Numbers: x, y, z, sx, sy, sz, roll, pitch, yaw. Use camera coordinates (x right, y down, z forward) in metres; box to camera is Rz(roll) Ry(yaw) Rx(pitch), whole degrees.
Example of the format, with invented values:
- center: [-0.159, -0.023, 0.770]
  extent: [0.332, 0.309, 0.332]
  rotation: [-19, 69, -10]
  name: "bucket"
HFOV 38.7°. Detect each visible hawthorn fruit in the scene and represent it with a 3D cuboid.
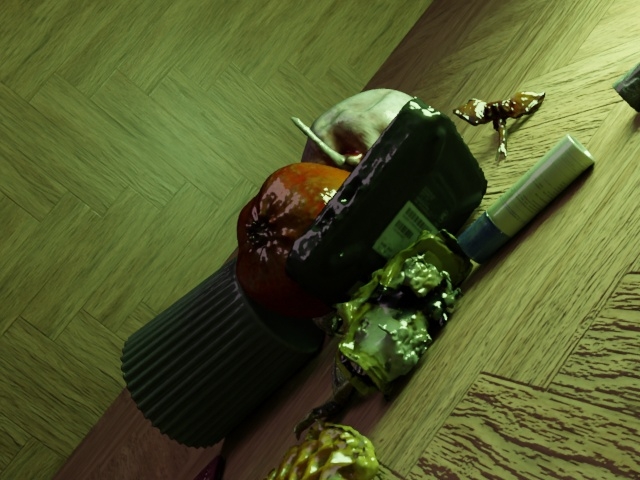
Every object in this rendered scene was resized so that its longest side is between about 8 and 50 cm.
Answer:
- center: [0.010, 0.008, 1.690]
  extent: [0.287, 0.330, 0.287]
  rotation: [-14, 72, 48]
  name: "hawthorn fruit"

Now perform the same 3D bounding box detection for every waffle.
- center: [-0.043, 0.383, 1.263]
  extent: [0.302, 0.068, 0.325]
  rotation: [-51, 10, -8]
  name: "waffle"

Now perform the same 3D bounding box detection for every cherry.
- center: [0.117, -0.170, 1.888]
  extent: [0.335, 0.291, 0.326]
  rotation: [-41, -15, -40]
  name: "cherry"

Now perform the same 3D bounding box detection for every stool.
- center: [-0.192, 0.215, 1.866]
  extent: [0.330, 0.297, 0.297]
  rotation: [-40, 14, 23]
  name: "stool"

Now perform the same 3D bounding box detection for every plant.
- center: [0.045, 0.126, 1.798]
  extent: [0.122, 0.104, 0.117]
  rotation: [-13, 66, 26]
  name: "plant"

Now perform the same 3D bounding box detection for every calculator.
- center: [-0.239, 0.497, 1.753]
  extent: [0.126, 0.034, 0.190]
  rotation: [-48, 6, 15]
  name: "calculator"

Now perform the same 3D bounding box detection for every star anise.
- center: [0.350, -0.211, 1.739]
  extent: [0.140, 0.144, 0.158]
  rotation: [-2, -13, -36]
  name: "star anise"

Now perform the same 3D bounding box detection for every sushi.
- center: [0.121, 0.100, 1.387]
  extent: [0.291, 0.139, 0.131]
  rotation: [-52, 19, -19]
  name: "sushi"

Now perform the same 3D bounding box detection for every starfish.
- center: [0.030, 0.239, 1.468]
  extent: [0.208, 0.053, 0.176]
  rotation: [-54, 2, -24]
  name: "starfish"

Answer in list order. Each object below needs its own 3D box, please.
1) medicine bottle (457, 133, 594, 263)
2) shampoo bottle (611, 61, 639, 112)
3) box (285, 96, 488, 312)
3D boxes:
- center: [0.305, -0.059, 1.369]
  extent: [0.231, 0.059, 0.059]
  rotation: [-45, 12, 22]
  name: "medicine bottle"
- center: [0.507, -0.268, 1.272]
  extent: [0.207, 0.057, 0.063]
  rotation: [-43, 6, 26]
  name: "shampoo bottle"
- center: [0.118, -0.029, 1.486]
  extent: [0.350, 0.091, 0.359]
  rotation: [-52, -30, 0]
  name: "box"
